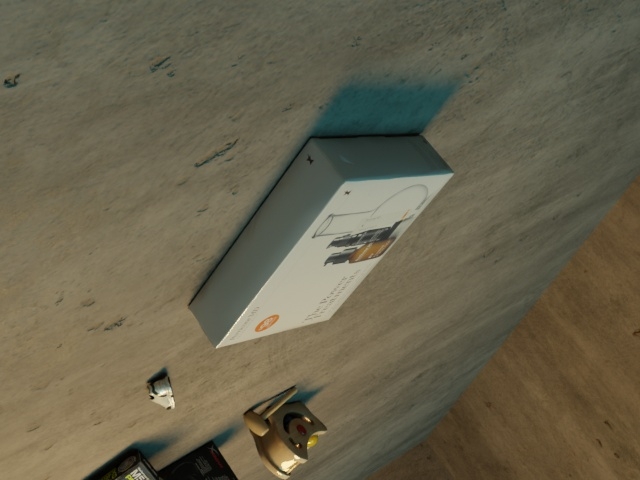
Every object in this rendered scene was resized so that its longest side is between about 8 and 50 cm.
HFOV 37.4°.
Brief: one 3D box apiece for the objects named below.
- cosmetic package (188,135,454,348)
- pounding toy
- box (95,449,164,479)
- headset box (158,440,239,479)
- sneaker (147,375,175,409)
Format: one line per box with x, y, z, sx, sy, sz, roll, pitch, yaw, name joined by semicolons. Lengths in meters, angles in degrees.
0.000;0.000;1.486;0.284;0.097;0.377;-7;143;-48;cosmetic package
-0.059;0.447;2.213;0.155;0.154;0.269;-45;158;19;pounding toy
-0.371;0.587;1.889;0.216;0.270;0.060;-36;-161;-6;box
-0.307;0.617;2.081;0.293;0.218;0.110;-28;157;-26;headset box
-0.283;0.273;1.679;0.044;0.040;0.109;-15;150;-11;sneaker
